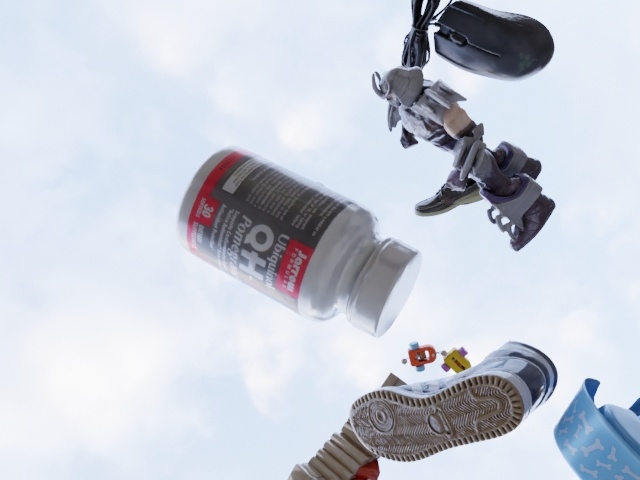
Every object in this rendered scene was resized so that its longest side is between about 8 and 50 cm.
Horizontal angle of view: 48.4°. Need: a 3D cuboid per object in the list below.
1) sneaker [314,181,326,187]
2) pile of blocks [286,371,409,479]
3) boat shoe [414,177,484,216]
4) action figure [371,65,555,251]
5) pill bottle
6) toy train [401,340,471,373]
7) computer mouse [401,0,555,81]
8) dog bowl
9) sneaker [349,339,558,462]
[{"bbox_3d":[0.000,0.000,1.382,0.079,0.217,0.121,-17,-126,-7],"label":"sneaker"},{"bbox_3d":[0.085,0.410,1.343,0.362,0.112,0.149,-38,-40,-26],"label":"pile of blocks"},{"bbox_3d":[0.249,-0.089,1.369,0.152,0.056,0.049,-20,-63,-6],"label":"boat shoe"},{"bbox_3d":[0.159,-0.107,0.819,0.285,0.185,0.099,33,-70,-31],"label":"action figure"},{"bbox_3d":[-0.028,0.005,0.994,0.318,0.176,0.176,27,-112,20],"label":"pill bottle"},{"bbox_3d":[0.230,0.256,1.362,0.125,0.046,0.166,-18,-79,9],"label":"toy train"},{"bbox_3d":[0.282,-0.349,1.281,0.272,0.189,0.072,14,-140,7],"label":"computer mouse"},{"bbox_3d":[0.386,0.263,0.849,0.297,0.166,0.074,23,-66,-39],"label":"dog bowl"},{"bbox_3d":[0.177,0.210,0.941,0.153,0.282,0.099,-18,-95,-46],"label":"sneaker"}]
